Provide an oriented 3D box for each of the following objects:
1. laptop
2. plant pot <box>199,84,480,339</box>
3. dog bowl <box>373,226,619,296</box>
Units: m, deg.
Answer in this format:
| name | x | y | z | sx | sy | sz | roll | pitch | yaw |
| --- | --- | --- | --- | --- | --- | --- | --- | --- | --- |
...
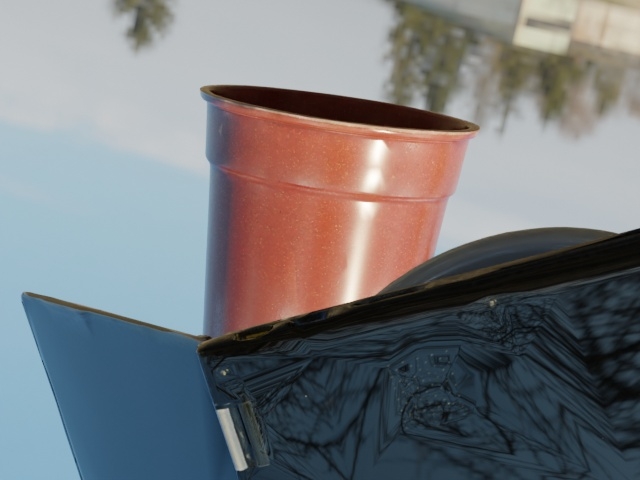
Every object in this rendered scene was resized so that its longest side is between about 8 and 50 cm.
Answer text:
| name | x | y | z | sx | sy | sz | roll | pitch | yaw |
| --- | --- | --- | --- | --- | --- | --- | --- | --- | --- |
| laptop | 0.066 | 0.182 | 0.921 | 0.408 | 0.382 | 0.236 | -15 | -168 | 10 |
| plant pot | 0.000 | 0.000 | 1.786 | 0.272 | 0.265 | 0.272 | 8 | -170 | -1 |
| dog bowl | 0.139 | 0.140 | 1.170 | 0.349 | 0.349 | 0.102 | 18 | 153 | 31 |
